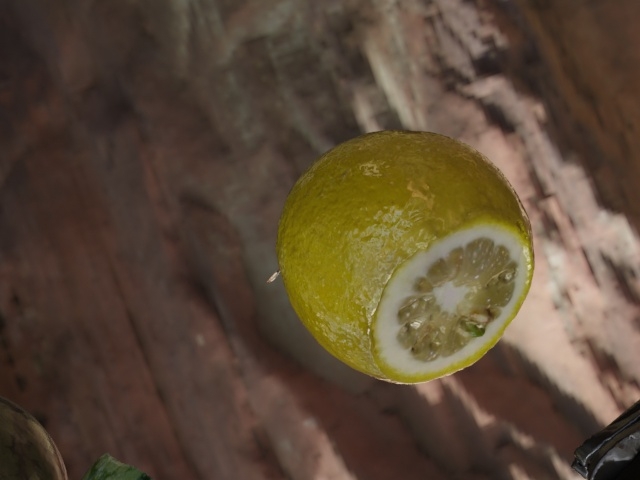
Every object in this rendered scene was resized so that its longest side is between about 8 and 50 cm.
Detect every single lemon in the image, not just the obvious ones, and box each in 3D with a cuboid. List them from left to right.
[{"bbox_3d":[0.071,0.003,1.621,0.219,0.240,0.240,45,149,42],"label":"lemon"}]

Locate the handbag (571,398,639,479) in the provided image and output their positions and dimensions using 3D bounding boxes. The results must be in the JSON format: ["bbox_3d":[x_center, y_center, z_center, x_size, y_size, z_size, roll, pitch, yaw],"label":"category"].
[{"bbox_3d":[0.361,0.178,1.593,0.113,0.257,0.285,55,-173,-3],"label":"handbag"}]

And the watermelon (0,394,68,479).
[{"bbox_3d":[-0.460,0.329,2.133,0.359,0.279,0.278,-133,29,-55],"label":"watermelon"}]

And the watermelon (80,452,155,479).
[{"bbox_3d":[-0.157,0.247,1.422,0.121,0.098,0.158,23,169,40],"label":"watermelon"}]

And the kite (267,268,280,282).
[{"bbox_3d":[0.000,0.000,2.056,0.010,0.190,0.159,58,-164,8],"label":"kite"}]
